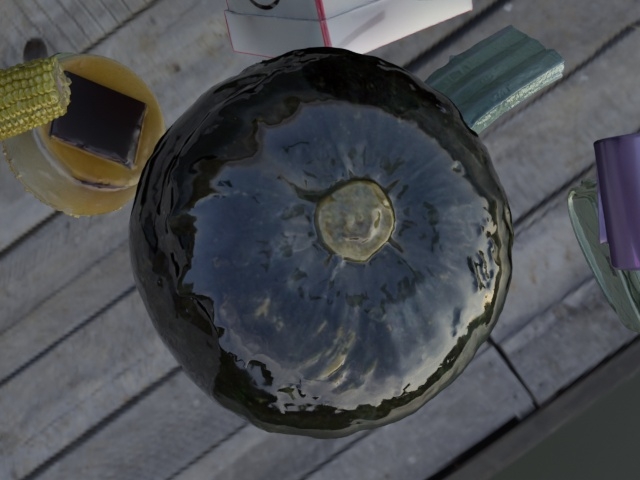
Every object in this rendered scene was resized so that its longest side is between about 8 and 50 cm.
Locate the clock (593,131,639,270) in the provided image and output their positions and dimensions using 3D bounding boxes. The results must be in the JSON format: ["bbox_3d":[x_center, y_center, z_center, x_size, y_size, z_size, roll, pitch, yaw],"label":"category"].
[{"bbox_3d":[0.171,-0.020,0.410,0.110,0.153,0.050,-6,91,19],"label":"clock"}]

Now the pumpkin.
[{"bbox_3d":[0.000,0.000,1.175,0.454,0.344,0.454,2,79,-11],"label":"pumpkin"}]

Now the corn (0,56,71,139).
[{"bbox_3d":[-0.451,-0.170,1.332,0.244,0.093,0.093,-21,118,4],"label":"corn"}]

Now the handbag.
[{"bbox_3d":[0.453,0.025,1.544,0.079,0.219,0.256,-24,93,-10],"label":"handbag"}]

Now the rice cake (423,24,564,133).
[{"bbox_3d":[0.230,-0.224,1.466,0.237,0.127,0.043,-37,147,-17],"label":"rice cake"}]

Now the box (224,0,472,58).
[{"bbox_3d":[0.020,-0.484,1.670,0.312,0.314,0.300,-26,118,-27],"label":"box"}]

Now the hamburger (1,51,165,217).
[{"bbox_3d":[-0.415,-0.185,1.779,0.302,0.170,0.302,11,70,-34],"label":"hamburger"}]
